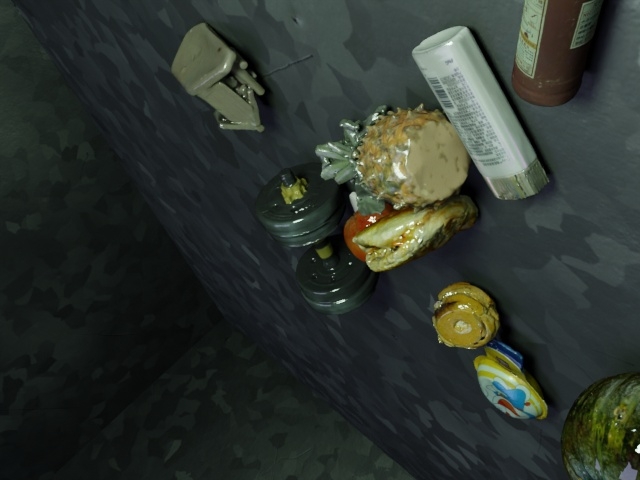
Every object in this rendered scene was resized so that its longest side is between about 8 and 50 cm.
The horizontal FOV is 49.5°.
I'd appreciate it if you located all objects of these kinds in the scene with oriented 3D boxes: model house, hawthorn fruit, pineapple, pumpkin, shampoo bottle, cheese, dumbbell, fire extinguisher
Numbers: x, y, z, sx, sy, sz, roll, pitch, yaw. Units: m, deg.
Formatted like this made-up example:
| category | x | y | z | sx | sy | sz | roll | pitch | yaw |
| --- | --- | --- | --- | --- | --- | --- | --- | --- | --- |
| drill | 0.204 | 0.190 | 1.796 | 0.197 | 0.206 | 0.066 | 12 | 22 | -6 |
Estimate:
| category | x | y | z | sx | sy | sz | roll | pitch | yaw |
| --- | --- | --- | --- | --- | --- | --- | --- | --- | --- |
| model house | -0.188 | -0.302 | 1.351 | 0.188 | 0.122 | 0.229 | 46 | -179 | -41 |
| hawthorn fruit | 0.104 | -0.013 | 1.295 | 0.128 | 0.128 | 0.128 | 41 | 161 | 17 |
| pineapple | 0.090 | -0.118 | 1.045 | 0.310 | 0.141 | 0.170 | -162 | 70 | -63 |
| pumpkin | 0.492 | 0.331 | 0.996 | 0.320 | 0.192 | 0.320 | 44 | 163 | 17 |
| shampoo bottle | 0.201 | -0.153 | 0.865 | 0.227 | 0.056 | 0.086 | 54 | 159 | -20 |
| cheese | 0.365 | 0.268 | 1.351 | 0.177 | 0.069 | 0.270 | 33 | 157 | 38 |
| dumbbell | 0.000 | 0.000 | 1.443 | 0.185 | 0.185 | 0.388 | 29 | 155 | 44 |
| fire extinguisher | 0.219 | -0.215 | 0.631 | 0.071 | 0.099 | 0.231 | 18 | 153 | 18 |

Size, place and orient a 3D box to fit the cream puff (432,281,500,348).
| category | x | y | z | sx | sy | sz | roll | pitch | yaw |
| --- | --- | --- | --- | --- | --- | --- | --- | --- | --- |
| cream puff | 0.264 | 0.137 | 1.250 | 0.119 | 0.104 | 0.133 | 17 | 137 | 16 |

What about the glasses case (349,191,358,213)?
| category | x | y | z | sx | sy | sz | roll | pitch | yaw |
| --- | --- | --- | --- | --- | --- | --- | --- | --- | --- |
| glasses case | 0.081 | -0.063 | 1.383 | 0.032 | 0.021 | 0.083 | 26 | 152 | 45 |

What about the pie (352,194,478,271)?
| category | x | y | z | sx | sy | sz | roll | pitch | yaw |
| --- | --- | --- | --- | --- | --- | --- | --- | --- | --- |
| pie | 0.149 | -0.016 | 1.103 | 0.084 | 0.178 | 0.205 | 65 | 161 | 0 |
